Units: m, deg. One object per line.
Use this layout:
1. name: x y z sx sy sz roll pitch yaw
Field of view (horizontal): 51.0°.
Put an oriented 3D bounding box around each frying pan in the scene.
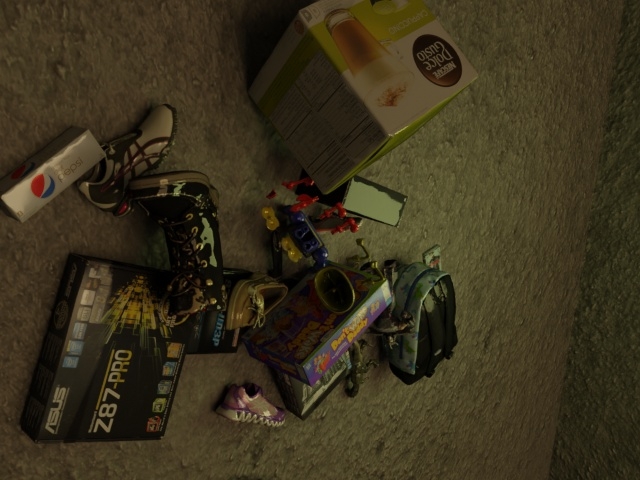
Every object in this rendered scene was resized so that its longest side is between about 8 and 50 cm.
1. frying pan: -0.132 0.148 1.834 0.197 0.053 0.326 -47 129 -27

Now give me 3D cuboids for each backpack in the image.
1. backpack: 0.325 0.244 2.214 0.290 0.273 0.355 -34 146 -31

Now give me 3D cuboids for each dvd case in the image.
1. dvd case: 0.397 0.084 2.384 0.087 0.013 0.119 -28 120 -37

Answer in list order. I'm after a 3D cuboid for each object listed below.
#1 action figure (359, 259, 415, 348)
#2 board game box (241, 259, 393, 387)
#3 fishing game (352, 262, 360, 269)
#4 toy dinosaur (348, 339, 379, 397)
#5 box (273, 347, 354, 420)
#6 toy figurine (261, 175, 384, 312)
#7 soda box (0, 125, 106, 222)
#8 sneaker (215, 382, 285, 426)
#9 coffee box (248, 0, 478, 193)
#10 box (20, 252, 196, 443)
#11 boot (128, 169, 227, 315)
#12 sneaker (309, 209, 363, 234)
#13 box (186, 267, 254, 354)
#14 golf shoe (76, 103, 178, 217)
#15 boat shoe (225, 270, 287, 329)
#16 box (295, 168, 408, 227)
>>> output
1. action figure: 0.194 0.204 2.060 0.099 0.185 0.285 -56 137 -70
2. board game box: -0.005 0.206 1.783 0.347 0.233 0.078 -43 131 -31
3. fishing game: 0.096 0.192 2.092 0.189 0.041 0.264 -43 137 -28
4. toy dinosaur: 0.129 0.389 2.163 0.118 0.064 0.268 -30 124 -41
5. box: -0.021 0.341 1.950 0.242 0.077 0.307 -42 140 -30
6. toy figurine: 0.000 0.000 1.790 0.191 0.217 0.362 -34 93 -2
7. soda box: -0.534 -0.133 1.317 0.216 0.074 0.069 -47 131 -25
8. sneaker: -0.177 0.451 1.858 0.236 0.095 0.104 26 76 -46
9. coffee box: 0.094 -0.371 1.604 0.338 0.338 0.334 -37 89 -31
10. box: -0.452 0.247 1.503 0.318 0.097 0.394 17 88 -45
11. boot: -0.285 0.013 1.409 0.377 0.138 0.284 64 20 -84
12. sneaker: 0.041 -0.057 1.895 0.158 0.061 0.064 -9 101 1
13. box: -0.269 0.176 1.701 0.175 0.051 0.220 9 95 -47
14. golf shoe: -0.399 -0.186 1.422 0.120 0.105 0.272 35 76 -38
15. boat shoe: -0.156 0.145 1.637 0.285 0.089 0.104 -51 154 -69
16. box: 0.090 -0.126 1.879 0.261 0.184 0.103 16 90 -46
